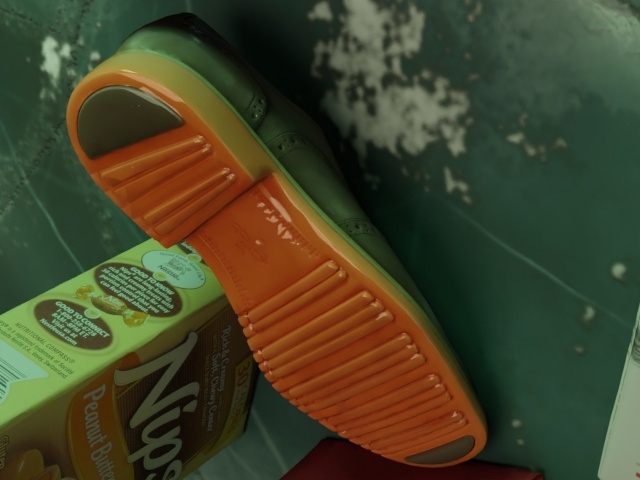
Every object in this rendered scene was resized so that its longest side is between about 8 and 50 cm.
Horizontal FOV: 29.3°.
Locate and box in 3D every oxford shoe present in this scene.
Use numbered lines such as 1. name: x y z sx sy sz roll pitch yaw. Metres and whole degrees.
1. oxford shoe: 0.000 0.000 0.810 0.130 0.132 0.363 -25 113 35

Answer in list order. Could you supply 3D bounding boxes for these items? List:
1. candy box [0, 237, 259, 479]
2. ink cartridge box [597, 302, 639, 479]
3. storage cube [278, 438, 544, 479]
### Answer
1. candy box: -0.167 0.123 0.852 0.087 0.316 0.183 31 127 24
2. ink cartridge box: 0.264 0.045 0.578 0.207 0.117 0.283 27 140 25
3. storage cube: 0.043 0.272 0.852 0.193 0.184 0.215 3 112 37
